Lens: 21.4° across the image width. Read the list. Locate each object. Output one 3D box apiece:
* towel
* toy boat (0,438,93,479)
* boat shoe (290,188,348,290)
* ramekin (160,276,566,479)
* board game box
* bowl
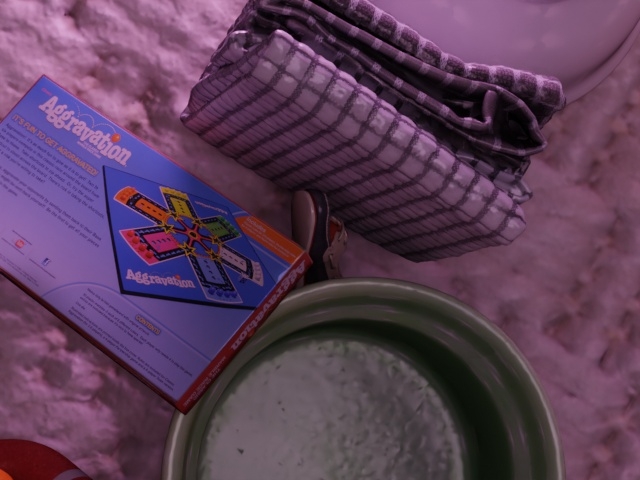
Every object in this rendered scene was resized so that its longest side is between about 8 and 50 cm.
[{"bbox_3d":[0.031,-0.096,1.256,0.235,0.284,0.121,32,78,-9],"label":"towel"},{"bbox_3d":[-0.218,0.213,1.197,0.151,0.231,0.151,-43,130,-16],"label":"toy boat"},{"bbox_3d":[0.000,0.000,1.320,0.043,0.137,0.049,-8,61,-8],"label":"boat shoe"},{"bbox_3d":[0.020,0.182,1.298,0.303,0.148,0.303,1,85,-12],"label":"ramekin"},{"bbox_3d":[-0.155,-0.004,1.260,0.281,0.027,0.145,34,78,28],"label":"board game box"},{"bbox_3d":[0.157,-0.252,1.374,0.298,0.134,0.298,1,84,-12],"label":"bowl"}]
